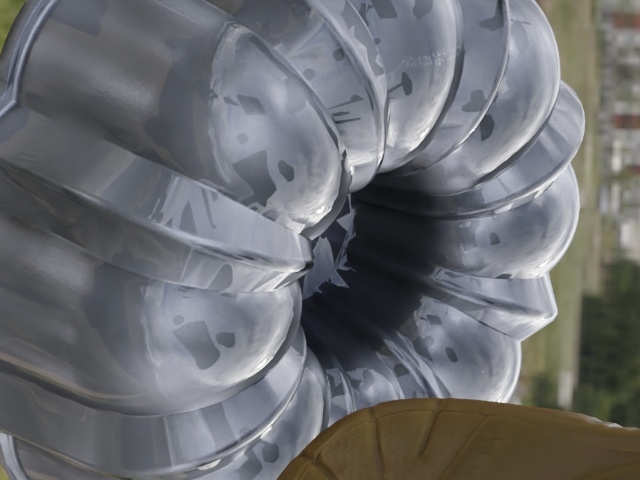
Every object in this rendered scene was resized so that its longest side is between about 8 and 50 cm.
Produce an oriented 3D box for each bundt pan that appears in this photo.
[{"bbox_3d":[0.000,0.000,0.794,0.331,0.124,0.330,-24,126,-39],"label":"bundt pan"}]

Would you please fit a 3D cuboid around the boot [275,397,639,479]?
[{"bbox_3d":[0.118,0.154,0.507,0.095,0.262,0.203,-46,126,-36],"label":"boot"}]
